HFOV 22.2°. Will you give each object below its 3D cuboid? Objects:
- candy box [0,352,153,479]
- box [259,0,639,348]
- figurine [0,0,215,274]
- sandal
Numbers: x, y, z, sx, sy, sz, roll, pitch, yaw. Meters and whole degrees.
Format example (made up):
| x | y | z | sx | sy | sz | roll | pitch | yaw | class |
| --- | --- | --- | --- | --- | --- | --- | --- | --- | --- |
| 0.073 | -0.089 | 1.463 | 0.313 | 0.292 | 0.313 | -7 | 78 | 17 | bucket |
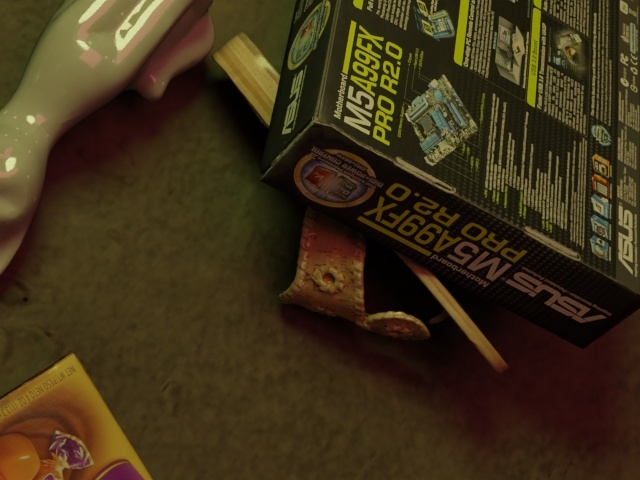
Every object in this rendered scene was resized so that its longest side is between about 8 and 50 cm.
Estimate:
| x | y | z | sx | sy | sz | roll | pitch | yaw | class |
| --- | --- | --- | --- | --- | --- | --- | --- | --- | --- |
| -0.123 | 0.164 | 0.808 | 0.109 | 0.053 | 0.187 | -33 | 94 | -31 | candy box |
| 0.089 | -0.098 | 0.933 | 0.216 | 0.060 | 0.270 | 26 | 46 | -19 | box |
| -0.183 | -0.113 | 0.843 | 0.215 | 0.092 | 0.209 | 42 | 70 | -12 | figurine |
| 0.000 | 0.000 | 0.916 | 0.079 | 0.088 | 0.240 | -38 | 88 | 2 | sandal |
